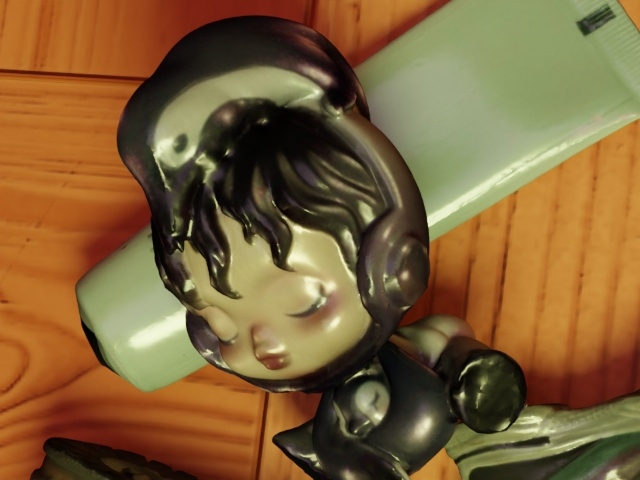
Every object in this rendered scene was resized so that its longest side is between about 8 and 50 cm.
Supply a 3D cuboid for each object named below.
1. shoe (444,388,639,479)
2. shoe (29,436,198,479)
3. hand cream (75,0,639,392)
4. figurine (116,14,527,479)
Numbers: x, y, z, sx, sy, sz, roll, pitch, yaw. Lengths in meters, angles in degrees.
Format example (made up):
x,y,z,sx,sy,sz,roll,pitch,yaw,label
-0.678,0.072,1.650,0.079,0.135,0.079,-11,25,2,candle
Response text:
x,y,z,sx,sy,sz,roll,pitch,yaw,label
0.141,0.120,0.822,0.169,0.071,0.099,-9,83,20,shoe
-0.032,0.212,0.846,0.293,0.109,0.149,23,94,22,shoe
0.016,-0.031,0.889,0.321,0.067,0.109,-34,75,6,hand cream
0.000,0.000,0.809,0.145,0.145,0.222,-31,105,11,figurine
